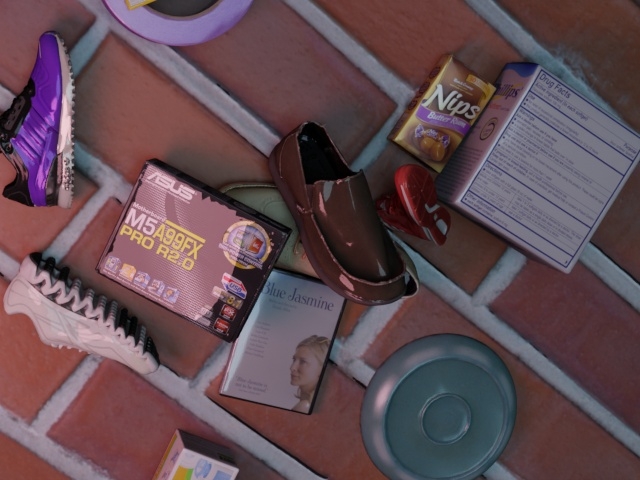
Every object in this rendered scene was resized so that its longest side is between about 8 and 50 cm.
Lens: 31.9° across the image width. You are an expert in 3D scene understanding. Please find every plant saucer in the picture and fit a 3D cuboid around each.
[{"bbox_3d":[0.233,0.335,2.129,0.318,0.044,0.317,-2,101,-13],"label":"plant saucer"}]

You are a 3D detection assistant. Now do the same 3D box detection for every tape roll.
[{"bbox_3d":[-0.237,-0.459,1.841,0.275,0.090,0.274,-3,101,-14],"label":"tape roll"}]

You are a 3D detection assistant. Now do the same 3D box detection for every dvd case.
[{"bbox_3d":[-0.065,0.181,2.037,0.181,0.022,0.252,15,96,-16],"label":"dvd case"}]

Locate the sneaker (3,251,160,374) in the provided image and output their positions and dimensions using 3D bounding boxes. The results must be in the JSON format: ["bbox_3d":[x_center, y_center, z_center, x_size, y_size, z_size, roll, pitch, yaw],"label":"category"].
[{"bbox_3d":[-0.405,0.145,1.911,0.292,0.110,0.118,37,97,-9],"label":"sneaker"}]

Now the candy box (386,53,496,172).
[{"bbox_3d":[0.217,-0.229,2.015,0.109,0.053,0.186,33,90,-16],"label":"candy box"}]

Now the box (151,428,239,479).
[{"bbox_3d":[-0.245,0.460,2.001,0.114,0.103,0.203,24,94,-17],"label":"box"}]

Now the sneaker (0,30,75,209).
[{"bbox_3d":[-0.474,-0.194,1.824,0.146,0.102,0.293,0,100,-13],"label":"sneaker"}]

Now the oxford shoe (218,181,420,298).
[{"bbox_3d":[0.000,0.000,1.953,0.397,0.146,0.140,18,97,-16],"label":"oxford shoe"}]

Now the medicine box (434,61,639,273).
[{"bbox_3d":[0.393,-0.133,2.025,0.264,0.149,0.289,31,91,-17],"label":"medicine box"}]

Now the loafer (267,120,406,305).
[{"bbox_3d":[0.026,-0.052,1.857,0.134,0.130,0.366,-21,63,-29],"label":"loafer"}]

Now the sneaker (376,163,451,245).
[{"bbox_3d":[0.138,-0.062,1.962,0.087,0.128,0.221,-67,148,-25],"label":"sneaker"}]

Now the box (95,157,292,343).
[{"bbox_3d":[-0.214,0.017,1.891,0.270,0.060,0.216,28,102,3],"label":"box"}]

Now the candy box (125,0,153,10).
[{"bbox_3d":[-0.230,-0.452,1.783,0.206,0.027,0.105,-23,103,-9],"label":"candy box"}]
